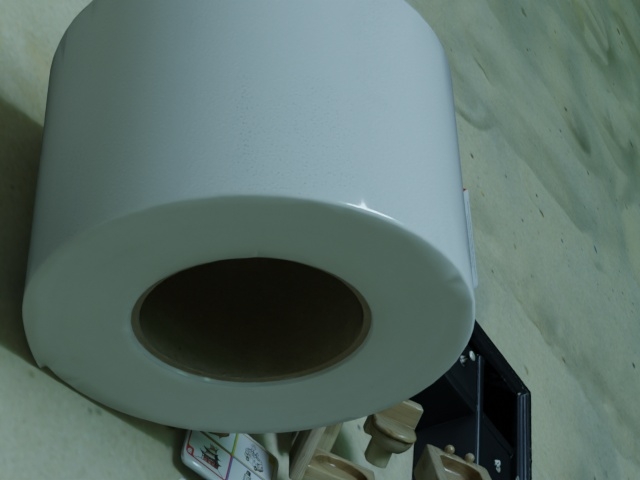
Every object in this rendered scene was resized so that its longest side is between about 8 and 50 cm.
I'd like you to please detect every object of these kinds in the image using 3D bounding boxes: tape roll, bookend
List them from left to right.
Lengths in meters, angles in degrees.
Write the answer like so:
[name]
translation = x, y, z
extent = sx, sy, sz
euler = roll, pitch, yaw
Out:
[tape roll]
translation = -0.039, -0.019, 0.791
extent = 0.246, 0.246, 0.169
euler = 42, 37, -44
[bookend]
translation = 0.109, 0.149, 1.155
extent = 0.157, 0.072, 0.156
euler = 51, 31, -32

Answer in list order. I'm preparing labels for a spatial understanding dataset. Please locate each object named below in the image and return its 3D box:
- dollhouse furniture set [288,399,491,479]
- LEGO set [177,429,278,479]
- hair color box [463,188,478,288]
[dollhouse furniture set]
translation = 0.072, 0.116, 0.955
extent = 0.151, 0.123, 0.144
euler = 24, 7, -5
[LEGO set]
translation = -0.021, 0.239, 0.881
extent = 0.244, 0.060, 0.182
euler = 41, 36, -25
[hair color box]
translation = 0.056, 0.032, 1.072
extent = 0.167, 0.053, 0.093
euler = -39, 130, -45
